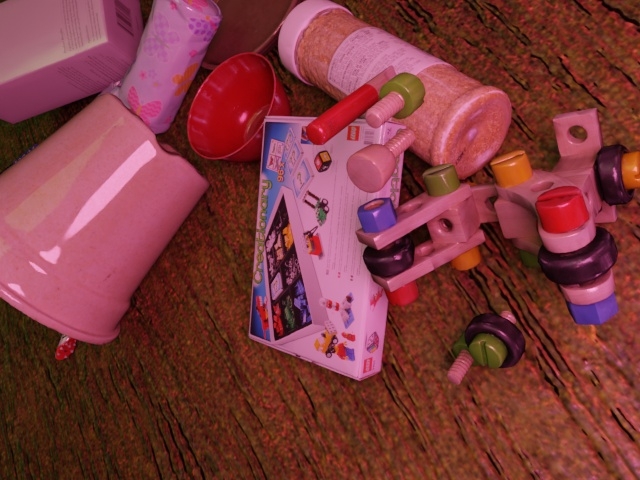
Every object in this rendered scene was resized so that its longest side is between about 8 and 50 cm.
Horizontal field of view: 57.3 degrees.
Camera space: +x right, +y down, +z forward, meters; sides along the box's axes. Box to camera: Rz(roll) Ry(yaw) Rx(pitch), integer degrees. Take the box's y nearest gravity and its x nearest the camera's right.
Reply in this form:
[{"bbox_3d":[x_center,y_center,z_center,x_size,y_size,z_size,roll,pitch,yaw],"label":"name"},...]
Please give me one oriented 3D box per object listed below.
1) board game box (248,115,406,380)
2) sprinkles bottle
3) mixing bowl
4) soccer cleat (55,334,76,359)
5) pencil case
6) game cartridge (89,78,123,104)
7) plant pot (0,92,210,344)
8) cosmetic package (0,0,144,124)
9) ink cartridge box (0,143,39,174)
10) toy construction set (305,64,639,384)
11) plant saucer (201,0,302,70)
[{"bbox_3d":[0.000,0.000,0.743,0.193,0.053,0.305,12,101,39],"label":"board game box"},{"bbox_3d":[0.082,-0.214,0.784,0.121,0.121,0.355,-53,51,8],"label":"sprinkles bottle"},{"bbox_3d":[-0.113,-0.195,0.935,0.182,0.098,0.181,-13,66,33],"label":"mixing bowl"},{"bbox_3d":[-0.474,0.184,1.102,0.036,0.029,0.083,17,80,48],"label":"soccer cleat"},{"bbox_3d":[-0.282,-0.325,1.057,0.124,0.113,0.273,43,119,10],"label":"pencil case"},{"bbox_3d":[-0.489,-0.182,1.237,0.297,0.062,0.198,-35,60,21],"label":"game cartridge"},{"bbox_3d":[-0.360,-0.056,0.953,0.305,0.334,0.334,-47,51,-3],"label":"plant pot"},{"bbox_3d":[-0.567,-0.406,1.235,0.366,0.155,0.196,-14,77,15],"label":"cosmetic package"},{"bbox_3d":[-0.715,-0.134,1.386,0.207,0.046,0.097,-27,60,25],"label":"ink cartridge box"},{"bbox_3d":[0.167,-0.062,0.590,0.237,0.309,0.257,-44,3,-34],"label":"toy construction set"},{"bbox_3d":[-0.134,-0.431,1.079,0.278,0.041,0.277,-14,65,31],"label":"plant saucer"}]
